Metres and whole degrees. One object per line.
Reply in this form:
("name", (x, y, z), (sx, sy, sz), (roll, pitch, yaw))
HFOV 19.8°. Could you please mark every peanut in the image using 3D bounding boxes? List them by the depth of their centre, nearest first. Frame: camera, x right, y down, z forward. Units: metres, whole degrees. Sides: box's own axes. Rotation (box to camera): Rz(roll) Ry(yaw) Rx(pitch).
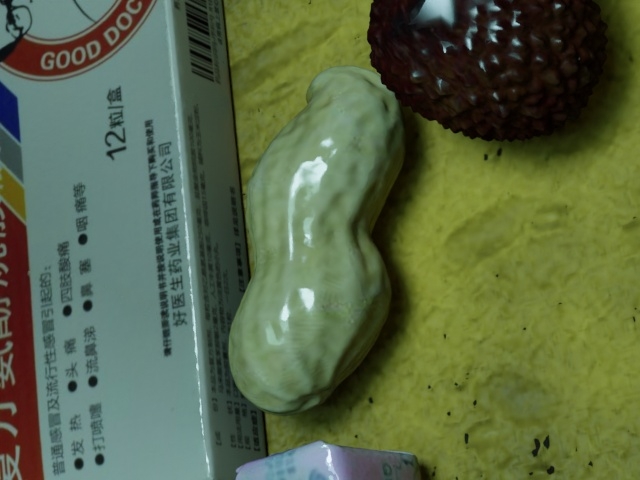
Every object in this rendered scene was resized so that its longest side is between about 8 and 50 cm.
("peanut", (0.000, 0.000, 0.956), (0.082, 0.082, 0.187), (2, 80, 30))

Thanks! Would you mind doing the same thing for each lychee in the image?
("lychee", (0.080, -0.107, 0.911), (0.123, 0.123, 0.129), (-32, 94, 20))

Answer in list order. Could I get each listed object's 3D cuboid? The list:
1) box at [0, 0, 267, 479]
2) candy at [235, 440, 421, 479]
("box", (-0.151, -0.015, 1.052), (0.214, 0.069, 0.353), (-14, 71, 26))
("candy", (0.014, 0.182, 0.900), (0.073, 0.092, 0.160), (-18, 73, 31))
